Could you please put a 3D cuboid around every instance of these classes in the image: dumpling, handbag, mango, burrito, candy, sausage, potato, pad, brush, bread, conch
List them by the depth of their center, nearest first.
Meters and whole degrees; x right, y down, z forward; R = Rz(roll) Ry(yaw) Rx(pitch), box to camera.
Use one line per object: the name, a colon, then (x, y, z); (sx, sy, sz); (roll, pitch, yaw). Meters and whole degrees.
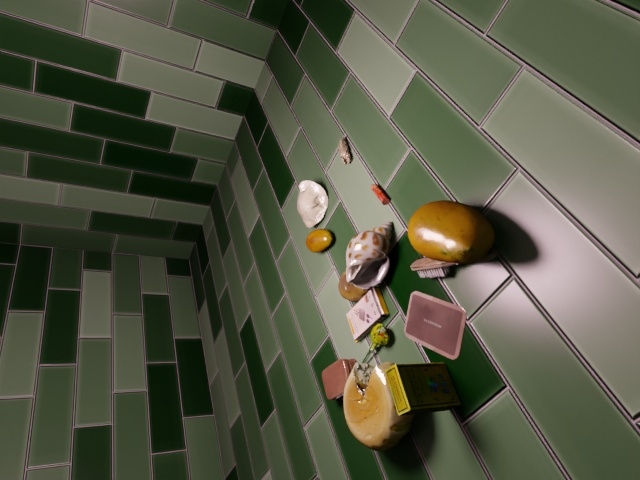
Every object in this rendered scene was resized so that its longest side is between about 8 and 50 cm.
mango: (0.398, -0.022, 1.378); (0.317, 0.212, 0.172); (42, 153, 65)
brush: (0.430, 0.077, 1.456); (0.328, 0.070, 0.065); (-17, 105, 52)
pad: (0.383, 0.282, 1.539); (0.266, 0.002, 0.175); (16, 97, 59)
bread: (0.214, 0.581, 1.602); (0.333, 0.160, 0.332); (-19, 68, 58)
conch: (0.195, 0.047, 1.767); (0.274, 0.183, 0.148); (-53, 11, 16)
candy: (0.200, 0.426, 1.768); (0.077, 0.073, 0.262); (-92, 19, -52)
sausage: (0.240, -0.195, 1.850); (0.034, 0.034, 0.129); (-62, 36, 30)
potato: (0.137, 0.181, 1.898); (0.200, 0.081, 0.163); (-36, 55, 54)
handbag: (0.085, 0.589, 1.902); (0.193, 0.072, 0.151); (-43, 48, 45)
burrito: (0.111, -0.416, 2.107); (0.055, 0.041, 0.149); (-38, 47, 33)
mango: (-0.003, -0.004, 2.165); (0.163, 0.090, 0.111); (-35, 65, 39)
dumpling: (-0.038, -0.178, 2.248); (0.167, 0.126, 0.215); (-5, 68, 32)

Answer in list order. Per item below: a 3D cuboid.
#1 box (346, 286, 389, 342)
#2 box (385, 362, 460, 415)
box: (0.181, 0.307, 1.839); (0.247, 0.033, 0.129); (-53, 42, 39)
box: (0.317, 0.456, 1.399); (0.064, 0.220, 0.140); (-50, 44, 41)
